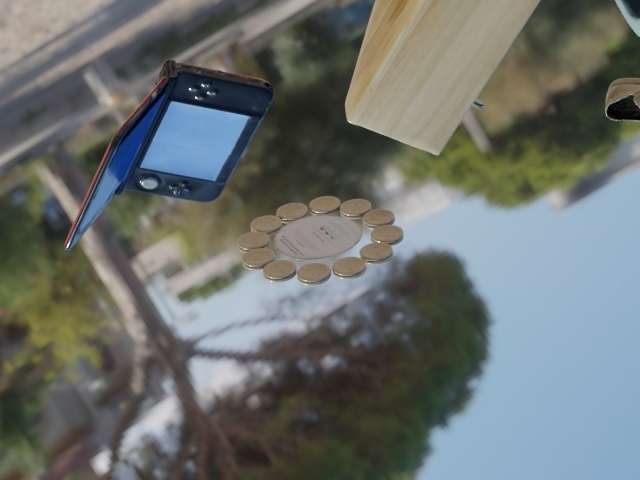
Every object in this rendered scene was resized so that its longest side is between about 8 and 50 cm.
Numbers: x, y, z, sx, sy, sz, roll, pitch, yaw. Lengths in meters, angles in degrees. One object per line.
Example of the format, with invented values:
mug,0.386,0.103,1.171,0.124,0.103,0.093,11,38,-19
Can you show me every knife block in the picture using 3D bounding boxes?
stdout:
knife block,0.130,-0.217,1.323,0.242,0.088,0.276,172,-64,-71

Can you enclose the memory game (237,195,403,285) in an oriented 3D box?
memory game,0.000,0.000,1.885,0.186,0.012,0.186,-5,-150,3

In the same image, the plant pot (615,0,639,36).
plant pot,0.363,-0.365,1.485,0.252,0.247,0.248,-14,148,-15

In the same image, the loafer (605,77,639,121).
loafer,0.383,-0.155,1.933,0.148,0.056,0.050,-4,-137,47

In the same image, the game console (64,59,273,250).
game console,-0.110,-0.053,1.249,0.124,0.085,0.144,10,142,-20

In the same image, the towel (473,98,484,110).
towel,0.141,-0.174,1.899,0.060,0.083,0.009,22,105,-52
